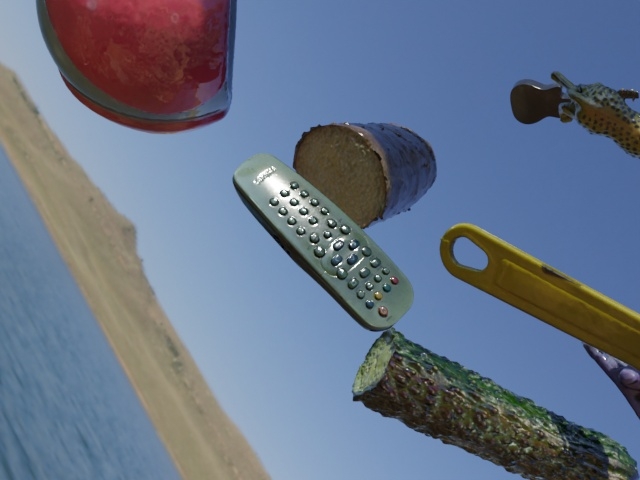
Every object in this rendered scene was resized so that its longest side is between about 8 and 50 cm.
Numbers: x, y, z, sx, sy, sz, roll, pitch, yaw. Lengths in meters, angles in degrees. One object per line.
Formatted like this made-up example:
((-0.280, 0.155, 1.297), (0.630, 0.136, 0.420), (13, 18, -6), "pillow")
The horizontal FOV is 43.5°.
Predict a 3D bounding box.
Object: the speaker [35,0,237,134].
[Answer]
((-0.182, -0.270, 0.902), (0.294, 0.294, 0.294), (53, -18, 26), "speaker")

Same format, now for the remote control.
((0.000, 0.000, 0.801), (0.222, 0.072, 0.042), (44, -28, 9), "remote control")

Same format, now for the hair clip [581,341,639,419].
((0.346, 0.190, 0.771), (0.090, 0.137, 0.278), (-51, -134, 35), "hair clip")

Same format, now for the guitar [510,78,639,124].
((0.471, -0.264, 1.499), (0.233, 0.025, 0.088), (2, -51, 30), "guitar")

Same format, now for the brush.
((0.138, 0.042, 0.358), (0.205, 0.011, 0.083), (30, -62, 31), "brush")

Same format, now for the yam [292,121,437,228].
((0.064, -0.090, 1.023), (0.128, 0.238, 0.129), (10, -76, 20), "yam")

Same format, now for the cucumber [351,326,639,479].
((0.210, 0.214, 0.906), (0.359, 0.096, 0.096), (28, -11, -12), "cucumber")

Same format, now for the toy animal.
((0.328, -0.131, 0.864), (0.181, 0.073, 0.136), (35, 11, 5), "toy animal")
